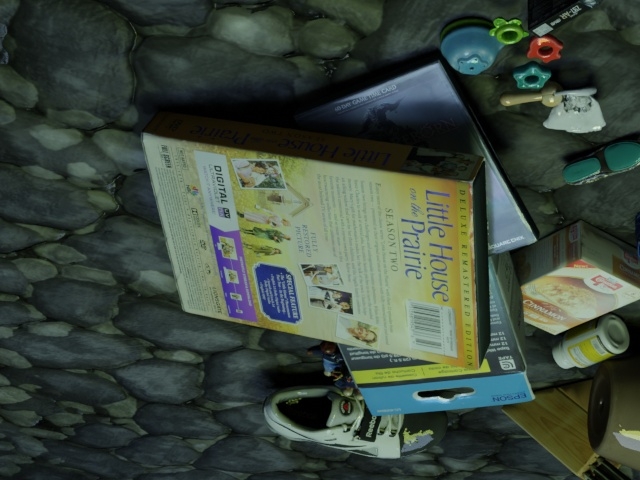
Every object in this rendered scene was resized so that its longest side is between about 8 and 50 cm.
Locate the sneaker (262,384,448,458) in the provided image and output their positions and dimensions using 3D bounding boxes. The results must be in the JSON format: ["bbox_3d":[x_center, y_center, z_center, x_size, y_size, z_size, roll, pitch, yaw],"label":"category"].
[{"bbox_3d":[0.061,0.313,2.235,0.331,0.122,0.146,3,167,1],"label":"sneaker"}]

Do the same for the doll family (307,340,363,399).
[{"bbox_3d":[0.070,0.216,2.141,0.193,0.076,0.111,1,155,11],"label":"doll family"}]

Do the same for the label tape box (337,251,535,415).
[{"bbox_3d":[0.143,0.086,1.765,0.249,0.115,0.347,-8,132,19],"label":"label tape box"}]

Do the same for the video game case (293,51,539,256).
[{"bbox_3d":[0.118,-0.078,1.539,0.196,0.026,0.274,-19,121,26],"label":"video game case"}]

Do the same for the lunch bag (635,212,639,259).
[{"bbox_3d":[0.462,0.009,1.728,0.067,0.065,0.098,-6,149,17],"label":"lunch bag"}]

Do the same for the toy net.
[{"bbox_3d":[0.247,-0.190,1.429,0.232,0.045,0.122,23,144,-32],"label":"toy net"}]

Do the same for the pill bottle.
[{"bbox_3d":[0.421,0.162,2.005,0.065,0.065,0.116,22,146,-29],"label":"pill bottle"}]

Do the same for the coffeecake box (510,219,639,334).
[{"bbox_3d":[0.352,0.056,1.823,0.142,0.068,0.185,24,145,-29],"label":"coffeecake box"}]

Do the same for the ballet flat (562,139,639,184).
[{"bbox_3d":[0.357,-0.098,1.588,0.114,0.041,0.041,-18,144,35],"label":"ballet flat"}]

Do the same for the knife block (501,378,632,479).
[{"bbox_3d":[0.449,0.368,2.187,0.276,0.242,0.088,-18,143,34],"label":"knife block"}]

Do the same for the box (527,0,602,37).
[{"bbox_3d":[0.246,-0.251,1.292,0.018,0.067,0.083,27,143,-33],"label":"box"}]

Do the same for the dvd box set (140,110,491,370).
[{"bbox_3d":[0.000,0.000,1.586,0.420,0.062,0.307,9,134,20],"label":"dvd box set"}]

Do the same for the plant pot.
[{"bbox_3d":[0.545,0.273,1.994,0.229,0.263,0.263,7,151,-1],"label":"plant pot"}]
